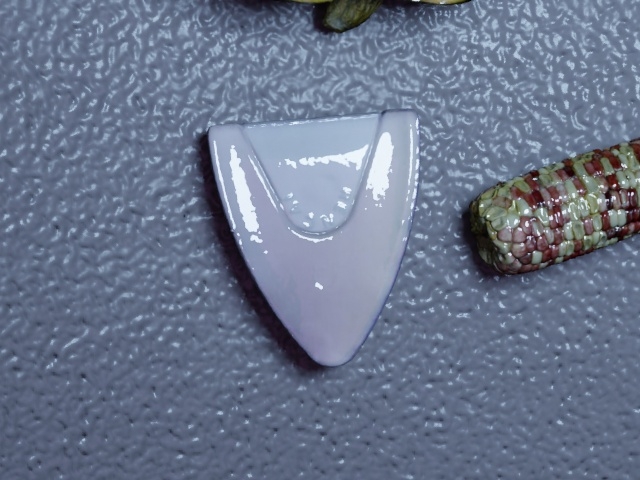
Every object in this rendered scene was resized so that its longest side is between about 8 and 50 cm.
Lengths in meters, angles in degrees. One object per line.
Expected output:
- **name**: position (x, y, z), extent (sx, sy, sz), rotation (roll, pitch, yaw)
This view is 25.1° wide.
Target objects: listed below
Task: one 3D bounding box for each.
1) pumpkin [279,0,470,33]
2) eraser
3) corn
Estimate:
- **pumpkin**: position (0.046, -0.293, 1.308), extent (0.317, 0.139, 0.221), rotation (0, 109, -11)
- **eraser**: position (0.000, 0.000, 1.389), extent (0.204, 0.059, 0.243), rotation (-5, 95, -8)
- **corn**: position (0.286, -0.048, 1.407), extent (0.290, 0.098, 0.098), rotation (-21, 100, -8)
